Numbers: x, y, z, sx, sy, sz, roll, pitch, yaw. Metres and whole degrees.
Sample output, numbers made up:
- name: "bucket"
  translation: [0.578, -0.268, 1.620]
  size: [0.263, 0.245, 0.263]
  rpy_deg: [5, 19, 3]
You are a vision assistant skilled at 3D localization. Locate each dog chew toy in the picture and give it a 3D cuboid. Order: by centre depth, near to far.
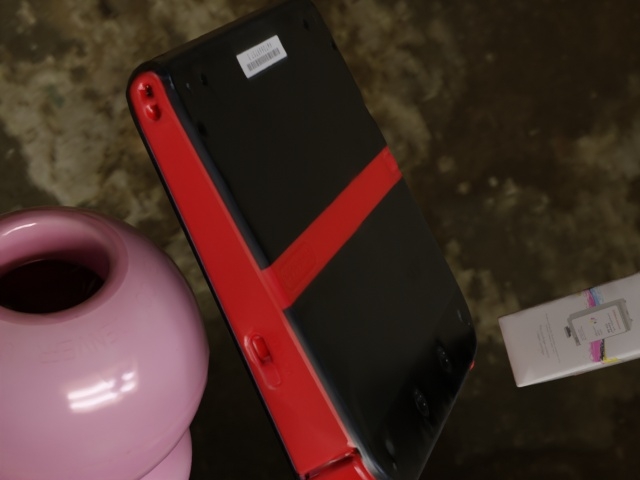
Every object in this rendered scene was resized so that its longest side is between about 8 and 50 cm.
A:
- name: "dog chew toy"
  translation: [-0.181, 0.137, 1.142]
  size: [0.206, 0.332, 0.207]
  rpy_deg: [2, 42, -1]

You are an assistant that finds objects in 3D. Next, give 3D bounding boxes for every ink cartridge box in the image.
- name: "ink cartridge box"
  translation: [0.266, 0.065, 1.374]
  size: [0.115, 0.198, 0.067]
  rpy_deg: [-2, 75, -56]

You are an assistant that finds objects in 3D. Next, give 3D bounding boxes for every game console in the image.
- name: "game console"
  translation: [0.000, 0.000, 1.186]
  size: [0.342, 0.060, 0.386]
  rpy_deg: [62, 19, -7]
